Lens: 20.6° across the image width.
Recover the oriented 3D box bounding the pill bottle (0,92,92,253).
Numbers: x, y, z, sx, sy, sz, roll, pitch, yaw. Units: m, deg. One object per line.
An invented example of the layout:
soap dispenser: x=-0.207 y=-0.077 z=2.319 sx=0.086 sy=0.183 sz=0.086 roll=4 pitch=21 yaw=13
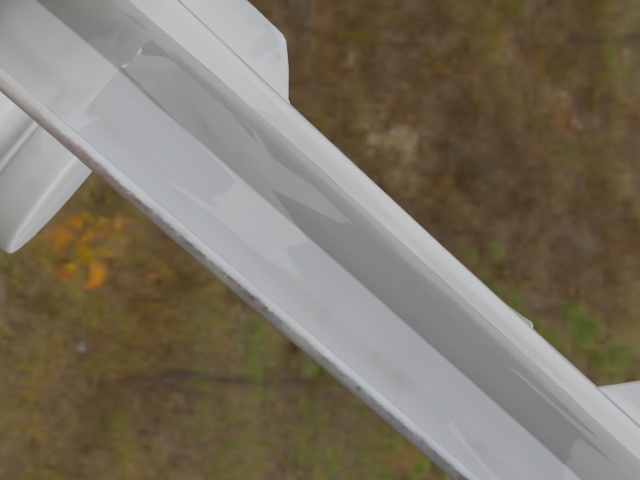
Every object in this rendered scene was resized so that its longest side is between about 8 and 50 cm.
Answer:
pill bottle: x=-0.266 y=-0.141 z=1.024 sx=0.181 sy=0.323 sz=0.181 roll=-50 pitch=-178 yaw=2

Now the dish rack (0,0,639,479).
dish rack: x=0.000 y=0.000 z=0.621 sx=0.333 sy=0.285 sz=0.072 roll=41 pitch=89 yaw=-20
